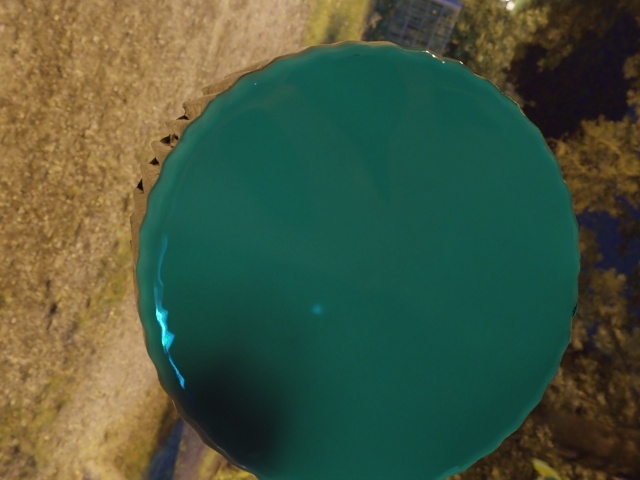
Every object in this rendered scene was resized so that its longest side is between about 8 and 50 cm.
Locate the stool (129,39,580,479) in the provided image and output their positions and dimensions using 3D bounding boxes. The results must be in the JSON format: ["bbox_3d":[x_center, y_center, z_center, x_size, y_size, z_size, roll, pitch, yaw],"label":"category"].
[{"bbox_3d":[0.000,0.000,0.552,0.330,0.297,0.297,-150,-98,-78],"label":"stool"}]
